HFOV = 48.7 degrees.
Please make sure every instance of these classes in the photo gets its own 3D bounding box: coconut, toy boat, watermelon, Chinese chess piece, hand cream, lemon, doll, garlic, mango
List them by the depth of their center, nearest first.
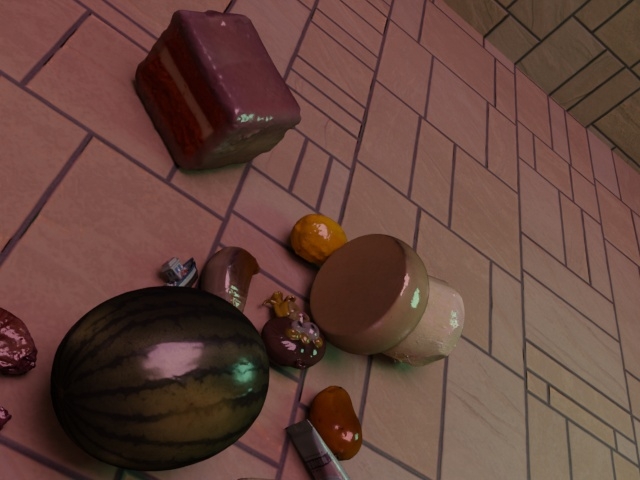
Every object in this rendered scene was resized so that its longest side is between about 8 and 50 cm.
[{"bbox_3d":[-0.231,0.210,1.099,0.359,0.279,0.279,6,56,-40],"label":"watermelon"},{"bbox_3d":[0.048,0.478,1.317,0.058,0.085,0.331,-28,84,-38],"label":"hand cream"},{"bbox_3d":[-0.276,0.071,1.341,0.066,0.059,0.140,59,34,-17],"label":"toy boat"},{"bbox_3d":[0.023,0.359,1.385,0.105,0.084,0.159,13,27,-20],"label":"mango"},{"bbox_3d":[-0.174,0.099,1.402,0.128,0.090,0.198,36,35,-35],"label":"garlic"},{"bbox_3d":[-0.064,0.180,1.436,0.145,0.096,0.188,2,48,-51],"label":"doll"},{"bbox_3d":[0.103,0.112,1.508,0.102,0.273,0.273,43,35,-40],"label":"Chinese chess piece"},{"bbox_3d":[0.226,0.179,1.616,0.234,0.224,0.224,31,43,-21],"label":"coconut"},{"bbox_3d":[0.000,0.000,1.620,0.155,0.114,0.114,25,45,-30],"label":"lemon"}]

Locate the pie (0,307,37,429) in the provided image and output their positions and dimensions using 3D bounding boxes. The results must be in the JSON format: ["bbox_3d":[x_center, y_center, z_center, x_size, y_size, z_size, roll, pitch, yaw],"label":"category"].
[{"bbox_3d":[-0.523,0.184,1.027,0.204,0.054,0.219,40,42,-12],"label":"pie"}]

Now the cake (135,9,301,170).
[{"bbox_3d":[-0.227,-0.325,1.568,0.230,0.237,0.309,-13,71,-48],"label":"cake"}]

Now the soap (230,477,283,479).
[{"bbox_3d":[-0.052,0.449,1.167,0.274,0.173,0.089,16,57,-33],"label":"soap"}]
